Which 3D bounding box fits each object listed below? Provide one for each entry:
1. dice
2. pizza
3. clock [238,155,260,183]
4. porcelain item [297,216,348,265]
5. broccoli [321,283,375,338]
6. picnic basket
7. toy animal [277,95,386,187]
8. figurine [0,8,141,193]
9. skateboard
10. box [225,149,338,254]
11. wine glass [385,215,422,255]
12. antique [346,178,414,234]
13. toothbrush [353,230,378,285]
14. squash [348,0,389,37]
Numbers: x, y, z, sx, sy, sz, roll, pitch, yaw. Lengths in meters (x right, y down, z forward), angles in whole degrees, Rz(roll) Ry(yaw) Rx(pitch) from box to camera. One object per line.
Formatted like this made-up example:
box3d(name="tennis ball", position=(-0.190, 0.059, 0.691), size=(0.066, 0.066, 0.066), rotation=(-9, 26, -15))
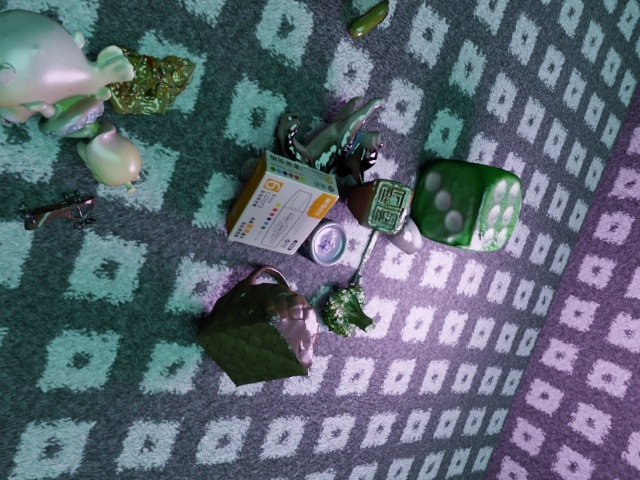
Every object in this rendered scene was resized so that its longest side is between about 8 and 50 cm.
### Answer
box3d(name="dice", position=(0.537, -0.131, 1.533), size=(0.286, 0.300, 0.298), rotation=(3, 102, -37))
box3d(name="pizza", position=(-0.394, -0.365, 0.967), size=(0.226, 0.069, 0.147), rotation=(-5, 105, -33))
box3d(name="clock", position=(-0.190, -0.198, 1.189), size=(0.085, 0.017, 0.085), rotation=(-11, 111, -31))
box3d(name="porcelain item", position=(0.000, 0.000, 1.320), size=(0.147, 0.114, 0.147), rotation=(-10, 108, -33))
box3d(name="broccoli", position=(0.108, 0.254, 1.428), size=(0.219, 0.194, 0.195), rotation=(-2, 106, -40))
box3d(name="picnic basket", position=(-0.150, 0.221, 1.223), size=(0.337, 0.337, 0.293), rotation=(-39, 116, -19))
box3d(name="toy animal", position=(0.040, -0.243, 1.228), size=(0.343, 0.194, 0.303), rotation=(-18, 119, -17))
box3d(name="figurine", position=(-0.485, -0.266, 0.852), size=(0.274, 0.227, 0.395), rotation=(-23, 130, 3))
box3d(name="skateboard", position=(-0.585, -0.058, 0.941), size=(0.151, 0.067, 0.080), rotation=(-25, 126, -30))
box3d(name="box", position=(-0.111, -0.091, 1.132), size=(0.220, 0.091, 0.274), rotation=(13, 135, -27))
box3d(name="wine glass", position=(0.294, -0.032, 1.508), size=(0.204, 0.111, 0.111), rotation=(38, 82, -46))
box3d(name="antique", position=(0.168, -0.117, 1.296), size=(0.125, 0.284, 0.150), rotation=(16, 97, -12))
box3d(name="toothbrush", position=(0.179, 0.032, 1.511), size=(0.026, 0.028, 0.295), rotation=(22, 87, -38))
box3d(name="squash", position=(0.153, -0.668, 1.259), size=(0.183, 0.052, 0.052), rotation=(-44, 124, -19))
